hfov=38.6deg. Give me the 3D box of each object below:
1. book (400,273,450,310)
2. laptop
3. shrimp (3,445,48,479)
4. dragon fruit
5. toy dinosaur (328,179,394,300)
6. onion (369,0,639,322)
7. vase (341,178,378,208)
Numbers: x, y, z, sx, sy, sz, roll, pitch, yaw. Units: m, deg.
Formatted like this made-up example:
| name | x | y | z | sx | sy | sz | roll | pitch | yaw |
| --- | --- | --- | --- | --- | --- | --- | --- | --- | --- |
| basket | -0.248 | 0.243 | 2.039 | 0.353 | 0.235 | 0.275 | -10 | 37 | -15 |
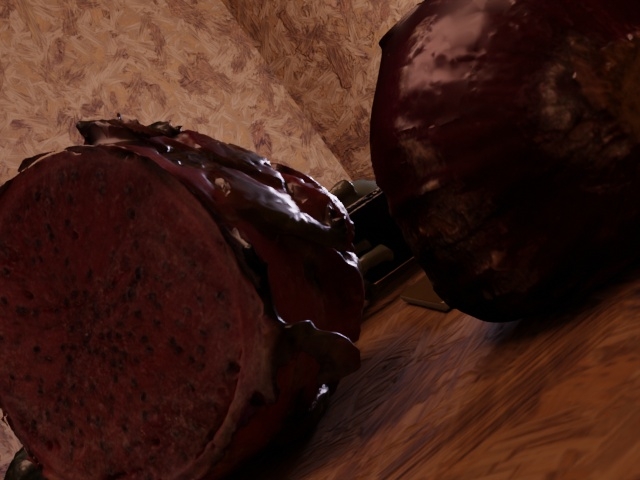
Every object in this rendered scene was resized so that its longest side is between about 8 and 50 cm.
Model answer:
| name | x | y | z | sx | sy | sz | roll | pitch | yaw |
| --- | --- | --- | --- | --- | --- | --- | --- | --- | --- |
| book | 0.138 | 0.022 | 0.844 | 0.118 | 0.012 | 0.172 | -37 | 3 | -5 |
| laptop | 0.077 | -0.010 | 1.109 | 0.135 | 0.016 | 0.197 | -34 | -28 | 10 |
| shrimp | -0.227 | 0.218 | 1.089 | 0.172 | 0.137 | 0.372 | 6 | 33 | 25 |
| dragon fruit | -0.091 | 0.064 | 0.755 | 0.296 | 0.314 | 0.263 | -60 | -22 | 18 |
| toy dinosaur | -0.002 | 0.046 | 1.022 | 0.162 | 0.077 | 0.294 | -36 | -28 | -7 |
| onion | 0.123 | -0.072 | 0.593 | 0.207 | 0.206 | 0.216 | -37 | 2 | -18 |
| vase | 0.077 | -0.026 | 1.371 | 0.128 | 0.128 | 0.248 | -36 | -5 | 12 |
